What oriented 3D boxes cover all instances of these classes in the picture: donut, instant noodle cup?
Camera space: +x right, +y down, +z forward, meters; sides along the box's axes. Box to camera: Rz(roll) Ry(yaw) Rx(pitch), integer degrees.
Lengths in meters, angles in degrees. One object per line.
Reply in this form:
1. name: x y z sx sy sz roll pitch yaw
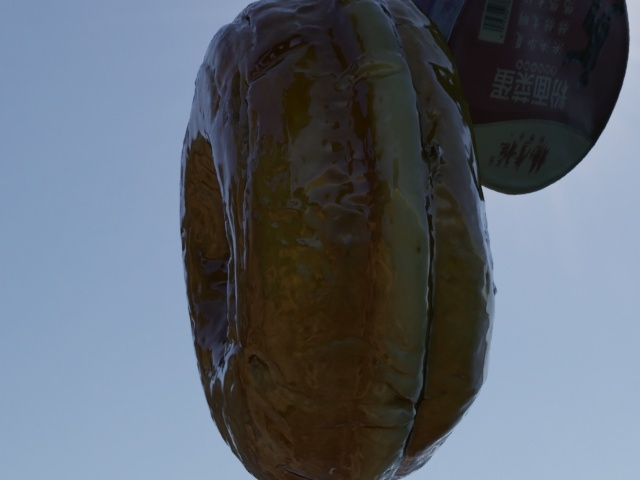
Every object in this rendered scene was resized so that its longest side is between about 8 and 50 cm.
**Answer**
1. donut: 0.000 0.000 1.064 0.198 0.449 0.449 -2 -22 -14
2. instant noodle cup: 0.146 -0.176 1.212 0.234 0.235 0.178 16 6 -40
